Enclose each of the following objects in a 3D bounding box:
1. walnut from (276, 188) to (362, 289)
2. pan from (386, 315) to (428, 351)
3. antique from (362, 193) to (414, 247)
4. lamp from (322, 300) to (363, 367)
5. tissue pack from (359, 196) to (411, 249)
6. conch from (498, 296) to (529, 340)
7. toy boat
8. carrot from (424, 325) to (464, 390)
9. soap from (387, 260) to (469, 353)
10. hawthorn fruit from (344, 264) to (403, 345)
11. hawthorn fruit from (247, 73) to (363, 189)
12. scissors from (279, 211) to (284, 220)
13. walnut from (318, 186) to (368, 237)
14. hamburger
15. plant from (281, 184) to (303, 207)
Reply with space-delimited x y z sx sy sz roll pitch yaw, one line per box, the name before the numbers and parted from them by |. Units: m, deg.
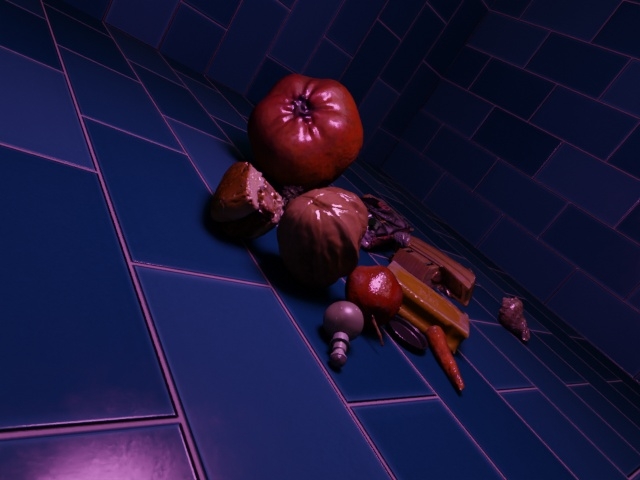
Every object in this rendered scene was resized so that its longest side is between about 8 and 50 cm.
walnut | 0.000 0.000 1.106 0.225 0.225 0.261 53 -16 45
pan | 0.214 0.226 1.255 0.136 0.028 0.235 18 27 -43
antique | 0.299 -0.082 2.043 0.150 0.125 0.284 10 30 -51
lamp | 0.044 0.204 0.948 0.091 0.091 0.163 30 35 -12
tissue pack | 0.210 -0.080 1.833 0.245 0.123 0.332 40 28 25
conch | 0.861 0.340 1.941 0.155 0.130 0.207 2 49 -38
toy boat | 0.383 0.094 1.587 0.162 0.135 0.445 -11 26 -25
carrot | 0.346 0.325 1.204 0.057 0.057 0.224 27 22 -21
soap | 0.317 0.202 1.406 0.315 0.091 0.199 38 17 9
hawthorn fruit | 0.129 0.157 1.117 0.163 0.162 0.203 32 29 -7
hawthorn fruit | -0.055 -0.395 1.759 0.472 0.471 0.471 31 18 -11
scissors | -0.154 -0.109 1.494 0.189 0.015 0.100 43 22 27
walnut | 0.042 -0.066 1.425 0.228 0.228 0.228 31 18 -11
hamburger | -0.198 -0.105 1.178 0.282 0.245 0.155 -3 -46 49
plant | -0.105 -0.159 1.612 0.087 0.085 0.174 58 17 -16
